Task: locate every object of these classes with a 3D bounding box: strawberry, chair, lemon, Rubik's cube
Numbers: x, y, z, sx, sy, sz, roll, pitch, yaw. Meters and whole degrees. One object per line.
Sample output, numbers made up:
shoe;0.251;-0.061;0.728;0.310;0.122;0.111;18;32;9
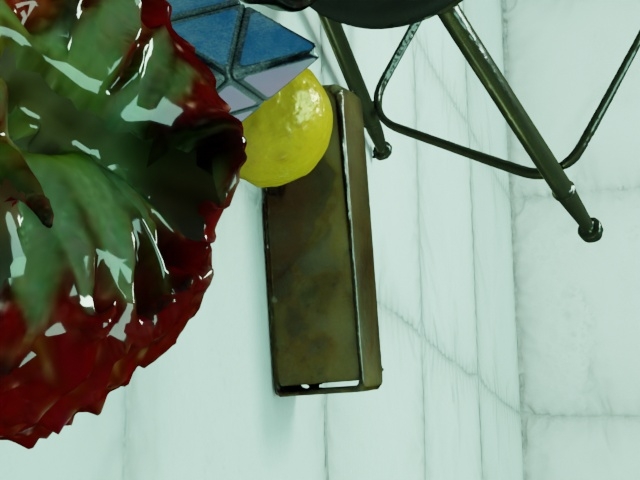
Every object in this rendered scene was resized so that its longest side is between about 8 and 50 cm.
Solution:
strawberry;-0.172;-0.025;0.601;0.261;0.258;0.261;23;56;-39
chair;0.188;-0.288;1.534;0.364;0.362;0.410;-60;141;-7
lemon;-0.046;-0.105;1.185;0.155;0.114;0.114;75;15;-69
Rubik's cube;-0.120;-0.110;0.907;0.178;0.190;0.211;-39;119;-50

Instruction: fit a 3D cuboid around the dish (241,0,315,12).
dish;-0.076;-0.326;1.104;0.303;0.120;0.303;2;90;-69

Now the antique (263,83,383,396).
antique;0.000;0.000;1.335;0.087;0.093;0.309;11;75;-73
